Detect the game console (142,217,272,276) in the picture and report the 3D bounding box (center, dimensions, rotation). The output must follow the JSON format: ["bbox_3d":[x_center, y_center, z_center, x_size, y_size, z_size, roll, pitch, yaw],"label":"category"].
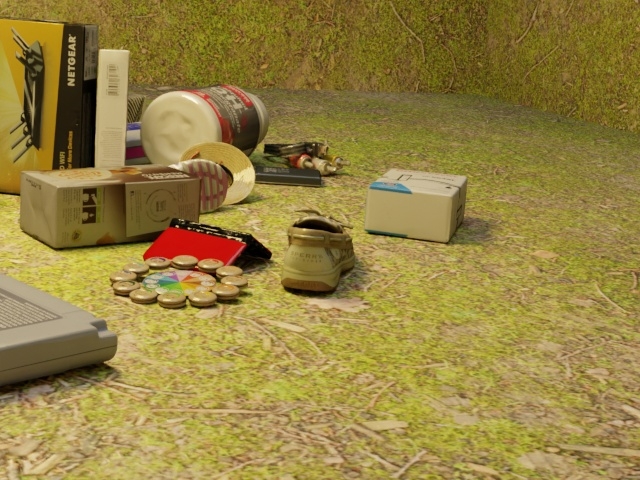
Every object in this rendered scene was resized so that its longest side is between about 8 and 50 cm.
[{"bbox_3d":[-0.165,0.023,1.701,0.144,0.085,0.124,12,-16,28],"label":"game console"}]

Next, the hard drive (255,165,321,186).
[{"bbox_3d":[-0.066,-0.132,2.364,0.135,0.022,0.094,3,13,-3],"label":"hard drive"}]

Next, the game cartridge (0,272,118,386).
[{"bbox_3d":[-0.385,0.092,1.261,0.196,0.060,0.294,-4,15,-45],"label":"game cartridge"}]

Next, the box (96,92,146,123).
[{"bbox_3d":[-0.510,-0.275,2.642,0.094,0.113,0.275,11,16,21],"label":"box"}]

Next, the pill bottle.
[{"bbox_3d":[-0.228,-0.235,2.415,0.176,0.176,0.318,9,14,19],"label":"pill bottle"}]

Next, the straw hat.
[{"bbox_3d":[-0.198,-0.113,2.146,0.144,0.144,0.061,0,-28,-19],"label":"straw hat"}]

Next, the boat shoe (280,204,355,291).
[{"bbox_3d":[0.000,0.000,1.682,0.104,0.089,0.285,4,13,1],"label":"boat shoe"}]

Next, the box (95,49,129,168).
[{"bbox_3d":[-0.387,-0.230,2.144,0.058,0.232,0.322,3,5,-9],"label":"box"}]

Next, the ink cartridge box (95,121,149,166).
[{"bbox_3d":[-0.422,-0.210,2.492,0.175,0.069,0.371,12,18,32],"label":"ink cartridge box"}]

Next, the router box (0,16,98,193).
[{"bbox_3d":[-0.524,-0.238,2.046,0.243,0.309,0.081,6,12,9],"label":"router box"}]

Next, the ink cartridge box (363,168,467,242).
[{"bbox_3d":[0.170,-0.065,2.019,0.148,0.086,0.203,7,14,12],"label":"ink cartridge box"}]

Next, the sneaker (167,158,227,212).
[{"bbox_3d":[-0.272,-0.092,2.001,0.236,0.095,0.104,-8,10,-39],"label":"sneaker"}]

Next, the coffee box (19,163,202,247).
[{"bbox_3d":[-0.326,-0.057,1.802,0.246,0.098,0.141,-6,17,-35],"label":"coffee box"}]

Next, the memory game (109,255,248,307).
[{"bbox_3d":[-0.188,0.052,1.542,0.186,0.012,0.186,2,17,-1],"label":"memory game"}]

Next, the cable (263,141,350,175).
[{"bbox_3d":[-0.066,-0.179,2.531,0.139,0.072,0.287,-1,4,-33],"label":"cable"}]
